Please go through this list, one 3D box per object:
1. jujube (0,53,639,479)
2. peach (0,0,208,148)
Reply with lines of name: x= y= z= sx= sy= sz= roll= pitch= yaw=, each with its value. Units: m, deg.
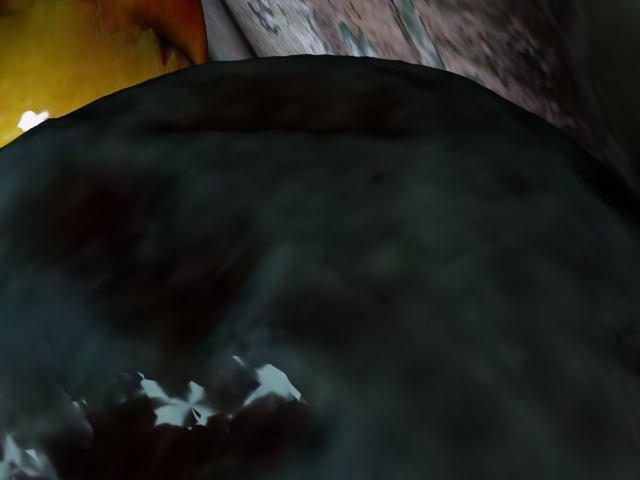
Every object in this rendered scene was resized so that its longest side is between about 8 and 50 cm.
jujube: x=0.012 y=0.086 z=0.444 sx=0.246 sy=0.215 sz=0.308 roll=46 pitch=164 yaw=25
peach: x=-0.248 y=-0.120 z=1.025 sx=0.370 sy=0.370 sz=0.370 roll=59 pitch=175 yaw=9
